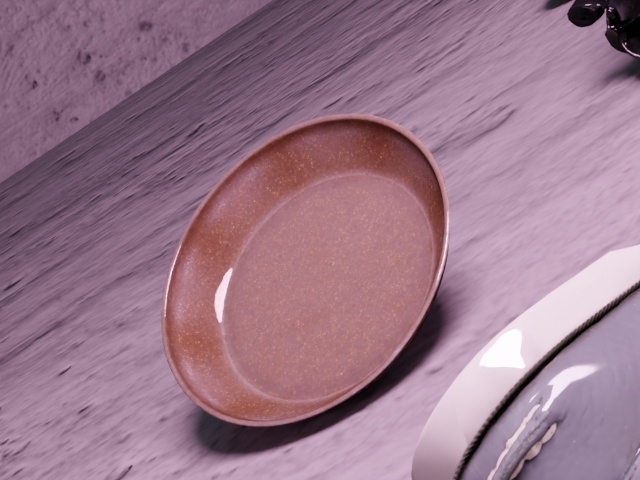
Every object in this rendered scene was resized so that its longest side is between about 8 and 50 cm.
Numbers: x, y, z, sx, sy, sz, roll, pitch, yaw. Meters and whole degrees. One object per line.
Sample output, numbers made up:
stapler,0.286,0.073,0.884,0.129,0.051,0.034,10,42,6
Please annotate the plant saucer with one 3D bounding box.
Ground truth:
plant saucer,-0.004,0.020,0.903,0.199,0.036,0.198,-19,54,28

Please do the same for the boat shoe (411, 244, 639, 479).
boat shoe,0.181,0.025,0.572,0.319,0.116,0.099,-33,56,-23

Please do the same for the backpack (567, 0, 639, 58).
backpack,0.307,-0.262,0.983,0.276,0.213,0.263,-36,25,-22

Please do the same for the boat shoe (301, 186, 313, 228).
boat shoe,0.000,0.000,1.077,0.079,0.084,0.233,2,0,-12
